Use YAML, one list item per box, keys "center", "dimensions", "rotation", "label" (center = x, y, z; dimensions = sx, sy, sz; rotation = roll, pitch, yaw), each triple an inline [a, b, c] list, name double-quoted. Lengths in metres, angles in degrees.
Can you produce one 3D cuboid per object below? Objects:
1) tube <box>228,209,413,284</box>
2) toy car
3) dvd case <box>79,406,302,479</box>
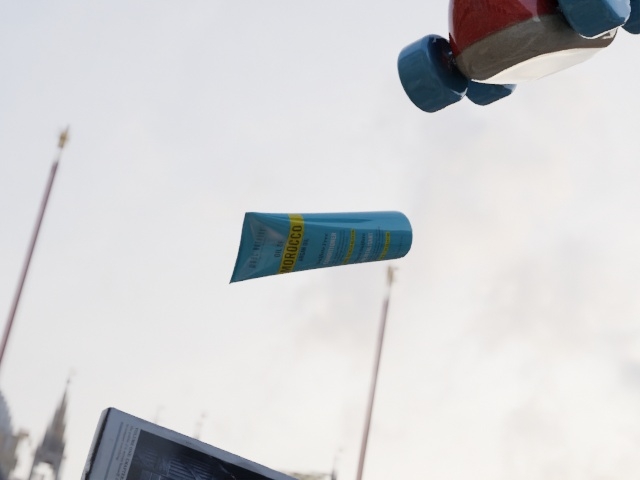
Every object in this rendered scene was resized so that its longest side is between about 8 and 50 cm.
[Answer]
- center: [0.000, 0.000, 1.405]
  dimensions: [0.207, 0.080, 0.052]
  rotation: [-5, 26, -36]
  label: "tube"
- center: [0.176, -0.274, 1.325]
  dimensions: [0.219, 0.238, 0.210]
  rotation: [-23, -5, 35]
  label: "toy car"
- center: [-0.089, 0.257, 1.099]
  dimensions: [0.238, 0.179, 0.029]
  rotation: [24, -28, -20]
  label: "dvd case"
